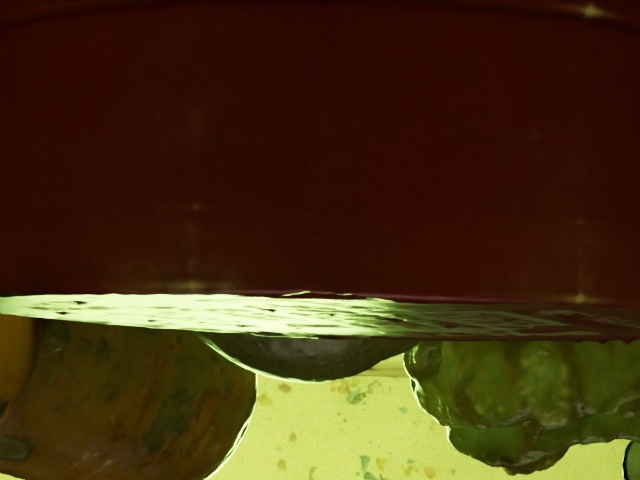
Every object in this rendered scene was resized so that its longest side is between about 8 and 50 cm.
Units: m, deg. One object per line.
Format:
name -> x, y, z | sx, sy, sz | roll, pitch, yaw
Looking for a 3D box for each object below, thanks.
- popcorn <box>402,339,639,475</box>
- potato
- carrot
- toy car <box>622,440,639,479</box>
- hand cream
popcorn -> 0.166, 0.065, 1.103 | 0.221, 0.184, 0.204 | -15, 179, 22
potato -> 0.000, 0.000, 0.867 | 0.157, 0.157, 0.194 | 0, -175, 14
carrot -> -0.212, 0.119, 1.467 | 0.224, 0.224, 0.340 | -3, 162, 33
toy car -> 0.364, 0.139, 1.413 | 0.158, 0.235, 0.172 | -7, 180, -39
hand cream -> 0.009, -0.048, 0.444 | 0.230, 0.149, 0.230 | 0, 172, 0
